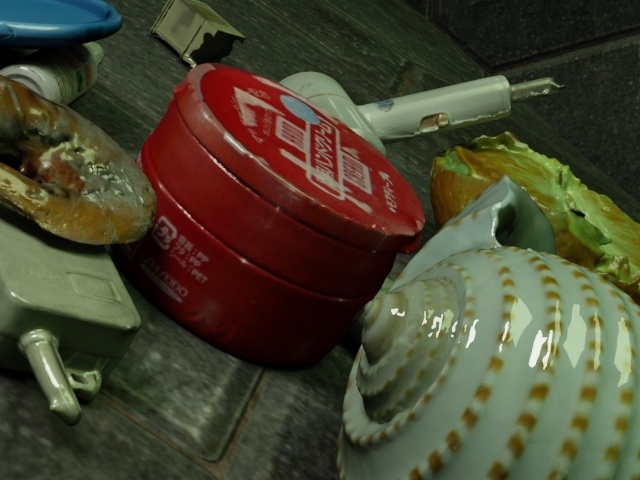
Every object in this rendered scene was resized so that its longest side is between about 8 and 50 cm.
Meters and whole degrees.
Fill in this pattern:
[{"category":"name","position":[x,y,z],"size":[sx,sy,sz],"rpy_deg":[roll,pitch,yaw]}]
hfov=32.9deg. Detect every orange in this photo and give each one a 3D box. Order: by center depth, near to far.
[{"category":"orange","position":[0.270,0.005,1.268],"size":[0.334,0.196,0.262],"rpy_deg":[31,4,-25]}]

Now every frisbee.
[{"category":"frisbee","position":[-0.296,-0.197,0.951],"size":[0.242,0.045,0.242],"rpy_deg":[9,21,-4]}]

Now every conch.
[{"category":"conch","position":[0.126,0.129,0.699],"size":[0.303,0.215,0.319],"rpy_deg":[-95,160,-59]}]

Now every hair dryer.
[{"category":"hair dryer","position":[0.123,-0.142,1.241],"size":[0.357,0.107,0.173],"rpy_deg":[-15,36,-10]}]

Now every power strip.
[{"category":"power strip","position":[-0.186,0.010,0.687],"size":[0.093,0.053,0.288],"rpy_deg":[19,24,-41]}]

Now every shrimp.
[{"category":"shrimp","position":[-0.180,-0.057,0.695],"size":[0.187,0.051,0.132],"rpy_deg":[26,19,-34]}]

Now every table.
[{"category":"table","position":[-0.156,-0.261,1.384],"size":[0.083,0.062,0.079],"rpy_deg":[42,19,20]}]

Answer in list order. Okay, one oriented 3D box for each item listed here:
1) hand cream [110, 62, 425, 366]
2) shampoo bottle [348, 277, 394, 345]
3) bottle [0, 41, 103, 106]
[{"category":"hand cream","position":[-0.045,-0.021,0.859],"size":[0.230,0.149,0.230],"rpy_deg":[33,20,-13]},{"category":"shampoo bottle","position":[0.064,0.075,0.959],"size":[0.108,0.051,0.221],"rpy_deg":[8,32,-52]},{"category":"bottle","position":[-0.235,-0.150,0.980],"size":[0.060,0.060,0.217],"rpy_deg":[33,20,-7]}]
